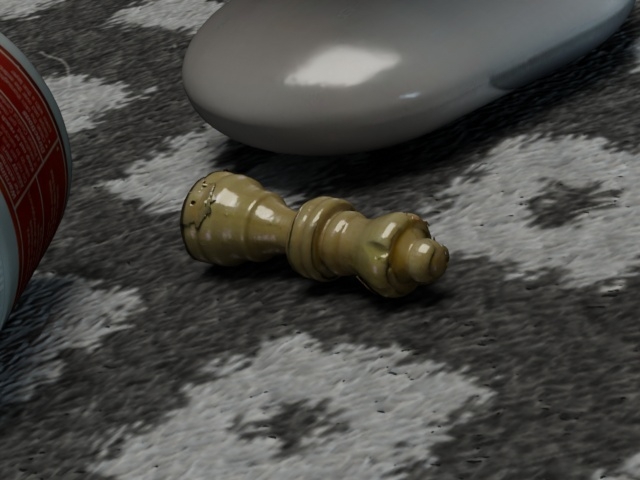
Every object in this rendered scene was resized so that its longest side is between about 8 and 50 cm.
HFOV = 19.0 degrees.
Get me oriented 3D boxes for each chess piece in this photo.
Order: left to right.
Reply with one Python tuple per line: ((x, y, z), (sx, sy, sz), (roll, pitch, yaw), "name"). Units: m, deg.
((0.000, -0.001, 1.080), (0.172, 0.060, 0.060), (13, 36, 39), "chess piece")

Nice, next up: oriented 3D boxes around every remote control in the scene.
((0.062, -0.146, 1.282), (0.332, 0.103, 0.221), (-28, 35, -27), "remote control")

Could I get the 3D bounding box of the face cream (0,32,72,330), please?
((-0.255, -0.018, 1.070), (0.201, 0.201, 0.187), (-8, 27, 13), "face cream")
